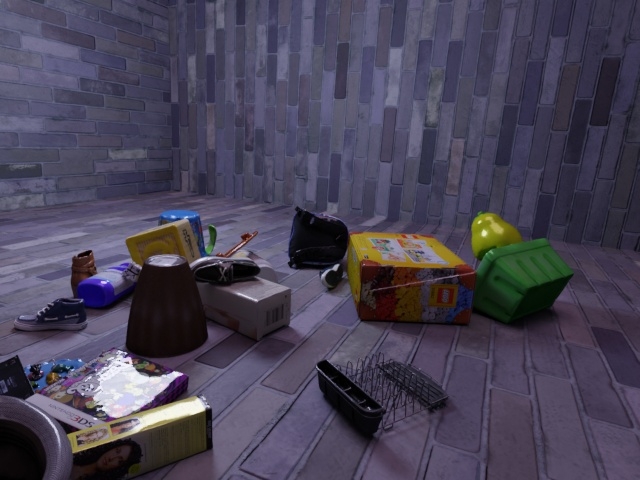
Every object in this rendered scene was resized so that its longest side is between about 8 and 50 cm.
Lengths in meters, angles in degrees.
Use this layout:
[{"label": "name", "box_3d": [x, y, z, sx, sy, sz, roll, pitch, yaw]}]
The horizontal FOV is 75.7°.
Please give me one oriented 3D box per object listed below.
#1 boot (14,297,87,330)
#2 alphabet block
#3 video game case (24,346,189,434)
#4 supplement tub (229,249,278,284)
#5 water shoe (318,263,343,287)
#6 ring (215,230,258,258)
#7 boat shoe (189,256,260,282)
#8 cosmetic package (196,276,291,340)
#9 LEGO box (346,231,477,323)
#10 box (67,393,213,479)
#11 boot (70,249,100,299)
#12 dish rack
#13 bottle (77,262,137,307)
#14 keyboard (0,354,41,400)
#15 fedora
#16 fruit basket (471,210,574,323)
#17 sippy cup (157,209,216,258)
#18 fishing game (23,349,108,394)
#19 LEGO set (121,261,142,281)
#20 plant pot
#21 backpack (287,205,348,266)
[{"label": "boot", "box_3d": [-0.766, 0.204, 1.171, 0.190, 0.085, 0.069, 1, 14, -10]}, {"label": "alphabet block", "box_3d": [-0.576, 0.041, 1.541, 0.193, 0.193, 0.197, -18, 10, -1]}, {"label": "video game case", "box_3d": [-0.427, 0.317, 0.845, 0.211, 0.041, 0.232, 16, 16, 14]}, {"label": "supplement tub", "box_3d": [-0.254, 0.124, 1.502, 0.145, 0.144, 0.200, -6, 17, -33]}, {"label": "water shoe", "box_3d": [0.030, 0.150, 1.665, 0.080, 0.072, 0.203, -15, 2, 22]}, {"label": "ring", "box_3d": [-0.372, 0.062, 1.529, 0.337, 0.032, 0.336, -35, 9, 6]}, {"label": "boat shoe", "box_3d": [-0.288, 0.089, 1.240, 0.220, 0.077, 0.070, -6, 17, -33]}, {"label": "cosmetic package", "box_3d": [-0.250, 0.187, 1.283, 0.296, 0.129, 0.153, 14, 19, 36]}, {"label": "LEGO box", "box_3d": [0.306, 0.117, 1.561, 0.373, 0.192, 0.500, 3, 14, -1]}, {"label": "box", "box_3d": [-0.306, 0.348, 0.710, 0.233, 0.087, 0.058, -8, 15, -34]}, {"label": "boot", "box_3d": [-0.796, 0.104, 1.430, 0.073, 0.152, 0.197, 2, 14, -7]}, {"label": "dish rack", "box_3d": [0.146, 0.325, 0.934, 0.272, 0.074, 0.208, -5, 17, -32]}, {"label": "bottle", "box_3d": [-0.705, 0.141, 1.429, 0.118, 0.092, 0.283, 5, 14, 6]}, {"label": "keyboard", "box_3d": [-0.630, 0.298, 0.849, 0.108, 0.023, 0.180, -27, 37, -36]}, {"label": "fedora", "box_3d": [-0.479, 0.353, 0.557, 0.276, 0.124, 0.244, 21, 23, 28]}, {"label": "fruit basket", "box_3d": [0.671, 0.083, 1.519, 0.393, 0.282, 0.392, 10, 32, -7]}, {"label": "sippy cup", "box_3d": [-0.614, -0.013, 1.805, 0.240, 0.223, 0.305, 4, 14, 6]}, {"label": "fishing game", "box_3d": [-0.605, 0.303, 0.908, 0.264, 0.041, 0.189, -7, 16, -30]}, {"label": "LEGO set", "box_3d": [-0.539, 0.127, 1.394, 0.227, 0.093, 0.087, 29, 3, 9]}, {"label": "plant pot", "box_3d": [-0.420, 0.163, 1.125, 0.216, 0.230, 0.215, 3, 14, -1]}, {"label": "backpack", "box_3d": [0.000, 0.000, 1.895, 0.264, 0.276, 0.213, 9, 2, 10]}]
